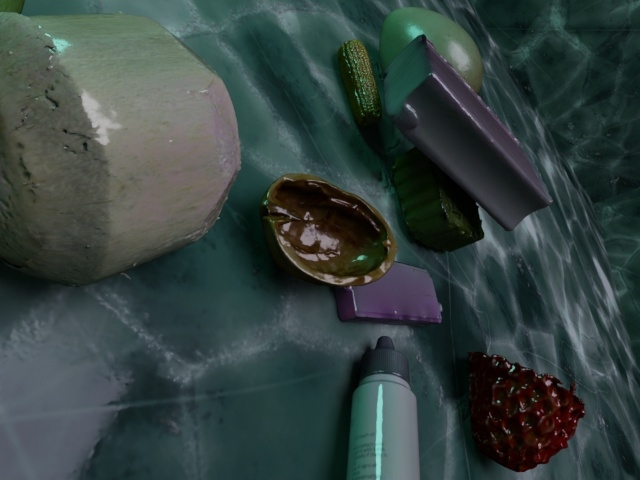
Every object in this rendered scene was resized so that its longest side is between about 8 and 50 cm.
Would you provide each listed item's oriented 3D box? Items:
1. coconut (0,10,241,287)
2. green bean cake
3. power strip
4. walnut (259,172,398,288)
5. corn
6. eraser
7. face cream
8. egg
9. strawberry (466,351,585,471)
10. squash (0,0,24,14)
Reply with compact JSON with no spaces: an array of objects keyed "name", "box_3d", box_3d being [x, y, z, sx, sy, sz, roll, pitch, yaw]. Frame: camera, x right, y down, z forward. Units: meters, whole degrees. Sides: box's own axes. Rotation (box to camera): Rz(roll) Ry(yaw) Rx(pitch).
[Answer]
[{"name":"coconut","box_3d":[-0.172,-0.080,0.383,0.234,0.224,0.224,-19,84,-55]},{"name":"green bean cake","box_3d":[0.257,-0.089,0.972,0.200,0.113,0.214,19,55,-45]},{"name":"power strip","box_3d":[0.120,0.088,0.770,0.279,0.037,0.109,14,59,-45]},{"name":"walnut","box_3d":[0.001,0.002,0.633,0.211,0.087,0.167,19,52,-23]},{"name":"corn","box_3d":[0.082,-0.336,0.944,0.068,0.068,0.207,6,65,-48]},{"name":"eraser","box_3d":[0.290,-0.222,0.912,0.359,0.122,0.272,36,36,-21]},{"name":"face cream","box_3d":[0.081,0.253,0.576,0.092,0.092,0.311,42,35,-26]},{"name":"egg","box_3d":[0.258,-0.429,1.086,0.295,0.218,0.218,51,38,1]},{"name":"strawberry","box_3d":[0.352,0.323,0.836,0.234,0.234,0.178,40,74,-28]},{"name":"squash","box_3d":[-0.349,-0.128,0.283,0.118,0.118,0.371,45,45,-23]}]
